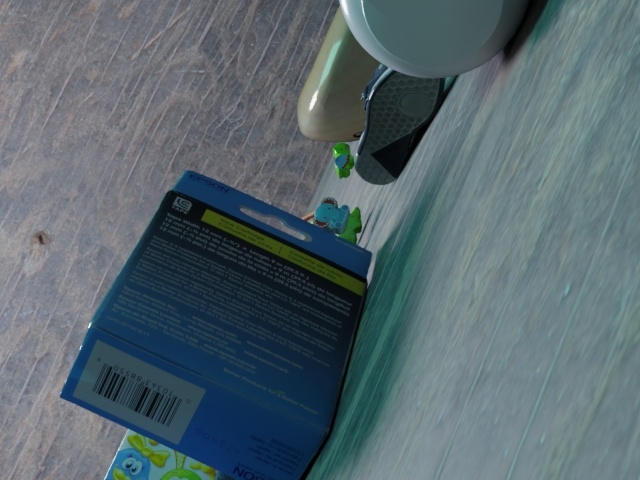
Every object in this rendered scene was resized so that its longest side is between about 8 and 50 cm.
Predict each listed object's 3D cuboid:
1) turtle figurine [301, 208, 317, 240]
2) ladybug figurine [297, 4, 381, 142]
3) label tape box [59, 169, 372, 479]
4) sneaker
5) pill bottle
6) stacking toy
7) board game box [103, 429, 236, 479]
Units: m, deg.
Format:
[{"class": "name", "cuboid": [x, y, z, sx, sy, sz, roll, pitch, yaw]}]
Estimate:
[{"class": "turtle figurine", "cuboid": [-0.047, 0.095, 1.857, 0.269, 0.087, 0.217, -55, 14, 19]}, {"class": "ladybug figurine", "cuboid": [0.090, -0.316, 2.002, 0.449, 0.162, 0.305, -70, 6, -48]}, {"class": "label tape box", "cuboid": [-0.094, 0.083, 1.316, 0.348, 0.249, 0.115, -72, 8, -61]}, {"class": "sneaker", "cuboid": [0.108, -0.199, 1.573, 0.226, 0.086, 0.163, 118, 173, -52]}, {"class": "pill bottle", "cuboid": [0.113, -0.267, 1.216, 0.323, 0.181, 0.181, -74, 9, -67]}, {"class": "stacking toy", "cuboid": [0.000, 0.000, 1.628, 0.167, 0.052, 0.221, 81, -153, -54]}, {"class": "board game box", "cuboid": [-0.184, 0.313, 1.610, 0.144, 0.142, 0.275, 81, -154, -52]}]
